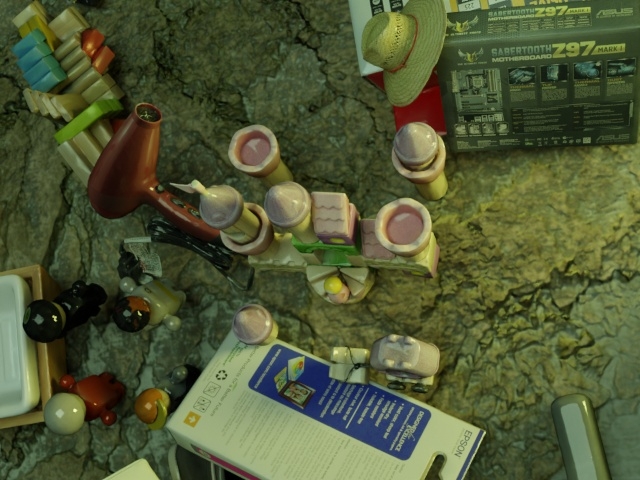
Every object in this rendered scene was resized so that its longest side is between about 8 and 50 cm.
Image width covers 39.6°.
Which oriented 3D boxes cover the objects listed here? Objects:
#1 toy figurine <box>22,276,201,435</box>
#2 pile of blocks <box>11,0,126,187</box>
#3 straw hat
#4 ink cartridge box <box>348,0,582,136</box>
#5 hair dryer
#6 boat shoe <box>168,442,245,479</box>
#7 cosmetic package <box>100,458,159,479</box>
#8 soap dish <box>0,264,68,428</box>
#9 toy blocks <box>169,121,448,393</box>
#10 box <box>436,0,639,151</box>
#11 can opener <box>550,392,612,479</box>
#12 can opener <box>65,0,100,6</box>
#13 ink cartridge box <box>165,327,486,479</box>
[{"bbox_3d":[-0.284,0.157,1.221,0.210,0.148,0.213,-4,98,20],"label":"toy figurine"},{"bbox_3d":[-0.361,-0.243,1.327,0.113,0.149,0.362,-35,71,15],"label":"pile of blocks"},{"bbox_3d":[0.081,-0.229,1.019,0.144,0.061,0.144,-172,90,-66],"label":"straw hat"},{"bbox_3d":[0.203,-0.292,1.123,0.309,0.130,0.271,-13,80,20],"label":"ink cartridge box"},{"bbox_3d":[-0.211,-0.057,1.219,0.224,0.293,0.080,-3,37,17],"label":"hair dryer"},{"bbox_3d":[-0.101,0.397,1.161,0.095,0.112,0.335,-33,69,19],"label":"boat shoe"},{"bbox_3d":[-0.255,0.547,1.022,0.393,0.327,0.329,47,137,20],"label":"cosmetic package"},{"bbox_3d":[-0.519,0.176,1.350,0.291,0.118,0.228,-12,79,19],"label":"soap dish"},{"bbox_3d":[0.000,0.000,1.060,0.289,0.260,0.308,3,74,16],"label":"toy blocks"},{"bbox_3d":[0.257,-0.189,1.048,0.233,0.183,0.059,-2,53,15],"label":"box"},{"bbox_3d":[0.300,0.325,1.033,0.095,0.076,0.283,-16,77,18],"label":"can opener"},{"bbox_3d":[-0.422,-0.418,1.433,0.186,0.073,0.059,18,128,26],"label":"can opener"},{"bbox_3d":[0.003,0.248,1.125,0.371,0.069,0.175,20,59,25],"label":"ink cartridge box"}]
